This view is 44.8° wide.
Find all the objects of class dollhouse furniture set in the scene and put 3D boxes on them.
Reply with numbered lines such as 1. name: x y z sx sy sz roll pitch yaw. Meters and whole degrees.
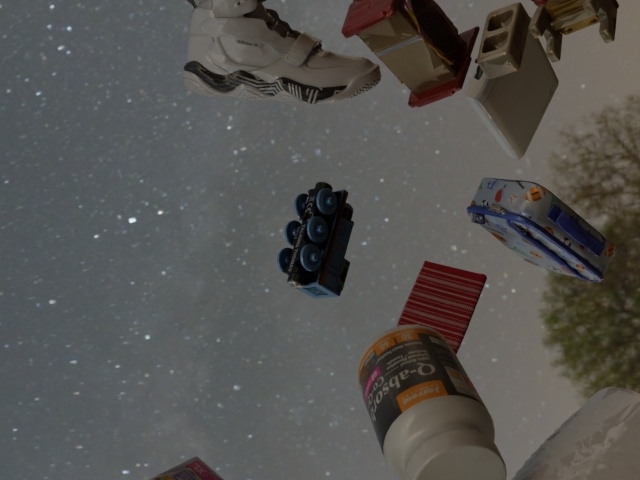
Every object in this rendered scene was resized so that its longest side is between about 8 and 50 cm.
1. dollhouse furniture set: 0.242 -0.366 1.204 0.201 0.374 0.152 41 -127 -33

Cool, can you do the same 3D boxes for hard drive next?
1. hard drive: 0.462 -0.362 1.841 0.353 0.047 0.232 31 -95 -57

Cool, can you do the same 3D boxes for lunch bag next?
1. lunch bag: 0.469 -0.024 1.657 0.303 0.243 0.114 31 -93 -26

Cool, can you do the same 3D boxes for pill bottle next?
1. pill bottle: 0.157 0.257 1.133 0.162 0.162 0.278 56 -175 -27

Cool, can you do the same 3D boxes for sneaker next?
1. sneaker: -0.074 -0.361 1.377 0.137 0.366 0.210 -67 -21 -61

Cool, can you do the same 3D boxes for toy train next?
1. toy train: 0.000 0.000 1.226 0.105 0.080 0.184 33 -118 -36

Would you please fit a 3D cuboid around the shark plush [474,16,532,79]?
1. shark plush: 0.372 -0.406 1.622 0.067 0.161 0.073 35 -165 3

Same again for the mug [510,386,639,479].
1. mug: 0.380 0.428 1.127 0.328 0.374 0.276 -38 -100 -15

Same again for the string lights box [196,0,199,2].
1. string lights box: -0.266 -0.583 1.455 0.259 0.133 0.077 50 -169 16

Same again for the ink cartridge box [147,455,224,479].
1. ink cartridge box: -0.253 0.504 1.392 0.065 0.186 0.311 -61 -20 16

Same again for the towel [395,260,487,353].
1. towel: 0.350 0.188 2.256 0.274 0.199 0.031 -62 -29 -27
